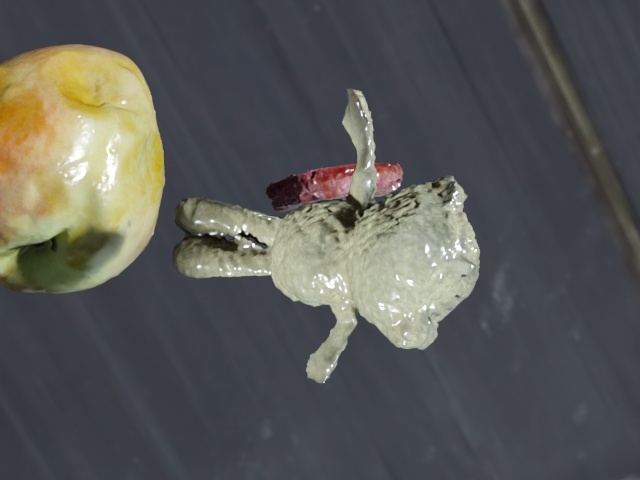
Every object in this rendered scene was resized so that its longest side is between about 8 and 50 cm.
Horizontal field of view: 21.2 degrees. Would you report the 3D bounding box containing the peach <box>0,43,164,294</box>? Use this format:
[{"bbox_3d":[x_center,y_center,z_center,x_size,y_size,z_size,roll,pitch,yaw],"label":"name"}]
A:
[{"bbox_3d":[-0.234,-0.072,1.538,0.214,0.214,0.235,-13,49,39],"label":"peach"}]

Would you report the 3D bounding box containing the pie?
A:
[{"bbox_3d":[0.016,-0.057,1.785,0.154,0.036,0.154,-10,-1,0],"label":"pie"}]

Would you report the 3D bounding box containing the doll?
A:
[{"bbox_3d":[-0.003,0.017,1.283,0.286,0.091,0.203,-25,55,35],"label":"doll"}]
